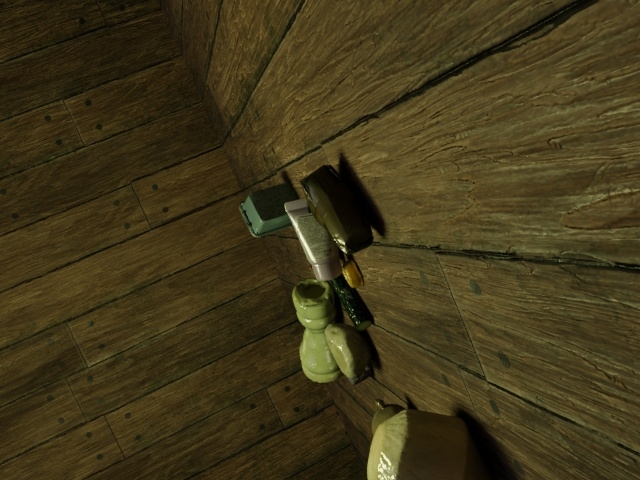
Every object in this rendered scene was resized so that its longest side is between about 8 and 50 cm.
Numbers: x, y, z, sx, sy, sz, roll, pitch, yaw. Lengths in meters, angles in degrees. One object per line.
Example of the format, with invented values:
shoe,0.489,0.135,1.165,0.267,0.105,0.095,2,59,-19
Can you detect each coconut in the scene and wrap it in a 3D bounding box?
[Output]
coconut,0.291,0.585,1.557,0.329,0.328,0.329,60,167,24

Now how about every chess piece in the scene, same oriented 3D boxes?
chess piece,-0.001,0.375,2.553,0.234,0.234,0.442,-128,23,-48

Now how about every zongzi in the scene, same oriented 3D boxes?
zongzi,0.059,-0.050,1.679,0.260,0.123,0.289,58,176,21

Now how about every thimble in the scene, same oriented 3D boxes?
thimble,0.138,0.495,2.422,0.150,0.097,0.150,61,168,22

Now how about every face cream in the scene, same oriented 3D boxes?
face cream,-0.009,-0.009,1.924,0.096,0.154,0.274,-62,-41,-65

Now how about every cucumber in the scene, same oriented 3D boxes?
cucumber,0.088,0.182,2.110,0.067,0.067,0.293,84,160,-56

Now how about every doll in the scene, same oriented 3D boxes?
doll,0.282,0.667,1.962,0.235,0.174,0.330,65,168,-27

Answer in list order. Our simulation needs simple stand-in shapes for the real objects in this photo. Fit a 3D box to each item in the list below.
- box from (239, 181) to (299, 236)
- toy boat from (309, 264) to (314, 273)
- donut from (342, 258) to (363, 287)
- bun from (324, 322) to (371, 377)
box,-0.187,-0.123,2.340,0.162,0.227,0.130,63,153,15
toy boat,0.002,0.105,2.313,0.089,0.071,0.185,25,176,-13
donut,0.102,0.112,1.966,0.097,0.043,0.108,62,172,19
bun,0.114,0.405,2.260,0.231,0.133,0.231,59,166,23
